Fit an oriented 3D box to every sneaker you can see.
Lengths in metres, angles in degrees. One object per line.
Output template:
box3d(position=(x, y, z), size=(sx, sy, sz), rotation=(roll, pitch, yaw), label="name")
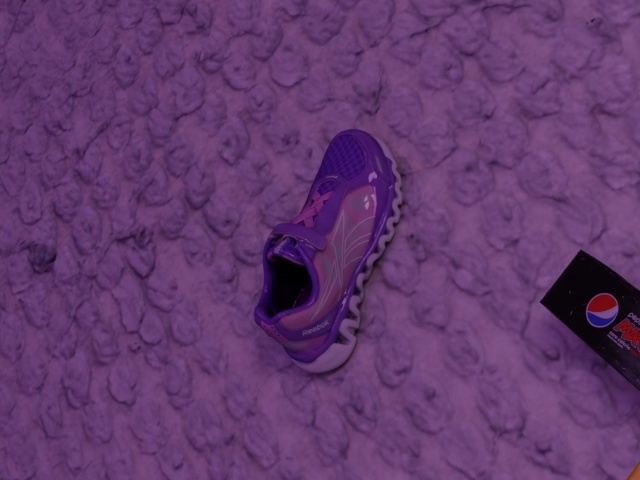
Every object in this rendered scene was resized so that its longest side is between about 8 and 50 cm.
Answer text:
box3d(position=(0.000, 0.000, 1.360), size=(0.095, 0.104, 0.236), rotation=(4, 73, 44), label="sneaker")

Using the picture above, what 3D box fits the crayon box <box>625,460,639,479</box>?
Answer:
box3d(position=(0.312, 0.177, 0.999), size=(0.165, 0.081, 0.278), rotation=(39, 98, 29), label="crayon box")

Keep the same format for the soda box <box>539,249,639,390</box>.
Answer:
box3d(position=(0.252, 0.079, 1.139), size=(0.060, 0.053, 0.169), rotation=(-53, 47, 8), label="soda box")
